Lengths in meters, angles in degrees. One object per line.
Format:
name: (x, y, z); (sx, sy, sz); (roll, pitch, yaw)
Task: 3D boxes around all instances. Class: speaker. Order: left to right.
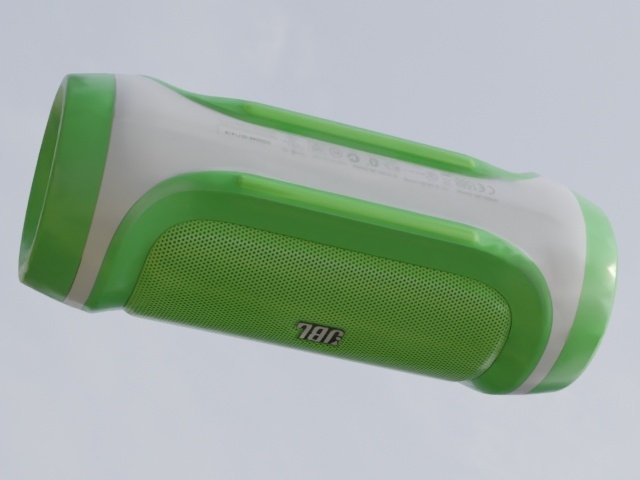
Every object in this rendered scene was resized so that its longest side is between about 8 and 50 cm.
speaker: (0.000, 0.000, 0.774); (0.296, 0.131, 0.131); (13, -43, -16)
